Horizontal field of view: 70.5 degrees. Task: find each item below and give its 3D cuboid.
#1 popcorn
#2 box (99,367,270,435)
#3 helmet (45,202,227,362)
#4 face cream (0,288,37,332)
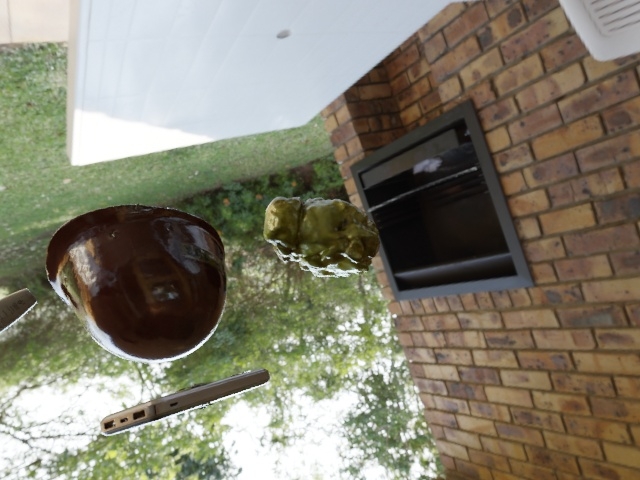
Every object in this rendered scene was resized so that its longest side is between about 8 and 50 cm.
[{"bbox_3d":[0.000,0.000,1.134,0.286,0.173,0.225,8,151,-5],"label":"popcorn"},{"bbox_3d":[-0.218,0.272,0.785,0.142,0.044,0.285,-23,165,26],"label":"box"},{"bbox_3d":[-0.346,0.123,0.938,0.338,0.230,0.385,-38,142,6],"label":"helmet"},{"bbox_3d":[-0.804,0.191,1.125,0.051,0.072,0.182,-11,-155,46],"label":"face cream"}]
